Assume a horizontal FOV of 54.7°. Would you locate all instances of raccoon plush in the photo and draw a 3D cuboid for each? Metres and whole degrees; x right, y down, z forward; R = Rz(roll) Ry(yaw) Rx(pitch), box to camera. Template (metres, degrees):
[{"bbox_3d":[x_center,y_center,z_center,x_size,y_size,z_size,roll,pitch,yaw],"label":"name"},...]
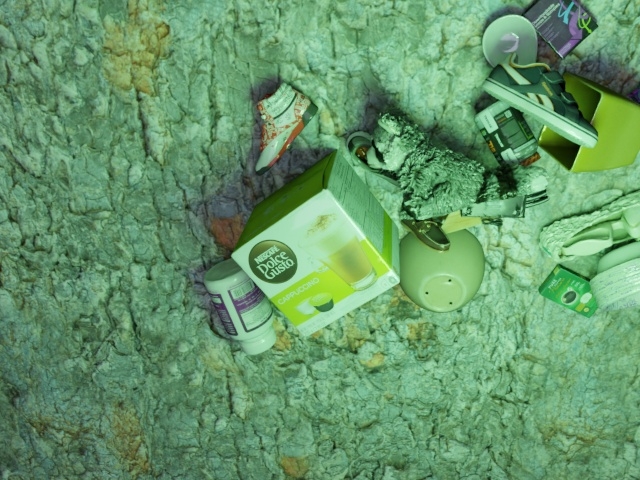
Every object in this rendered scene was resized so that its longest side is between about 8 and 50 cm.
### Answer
[{"bbox_3d":[0.344,-0.240,1.649,0.447,0.216,0.299,-14,100,3],"label":"raccoon plush"}]

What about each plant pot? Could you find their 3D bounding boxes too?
[{"bbox_3d":[0.733,-0.302,1.631,0.187,0.212,0.212,6,118,-10],"label":"plant pot"},{"bbox_3d":[0.365,0.110,1.884,0.284,0.191,0.284,3,117,6],"label":"plant pot"}]

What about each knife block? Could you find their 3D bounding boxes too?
[{"bbox_3d":[0.511,-0.107,1.809,0.242,0.088,0.275,24,114,-6],"label":"knife block"}]

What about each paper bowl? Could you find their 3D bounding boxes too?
[{"bbox_3d":[0.921,0.092,1.781,0.284,0.284,0.148,-18,69,16],"label":"paper bowl"}]

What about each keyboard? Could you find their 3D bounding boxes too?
[{"bbox_3d":[0.490,-0.091,1.758,0.180,0.023,0.108,1,109,5],"label":"keyboard"}]

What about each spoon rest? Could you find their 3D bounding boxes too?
[{"bbox_3d":[0.522,-0.458,1.636,0.137,0.084,0.276,-21,113,17],"label":"spoon rest"}]

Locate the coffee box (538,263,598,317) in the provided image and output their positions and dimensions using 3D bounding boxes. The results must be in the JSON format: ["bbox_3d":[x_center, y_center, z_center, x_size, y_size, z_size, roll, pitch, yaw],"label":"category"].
[{"bbox_3d":[0.792,0.158,1.937,0.184,0.040,0.113,24,117,-6],"label":"coffee box"}]

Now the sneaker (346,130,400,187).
[{"bbox_3d":[0.192,-0.213,1.789,0.272,0.108,0.100,27,115,-8],"label":"sneaker"}]

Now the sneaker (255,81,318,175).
[{"bbox_3d":[-0.141,-0.325,1.786,0.145,0.090,0.270,38,112,-11],"label":"sneaker"}]

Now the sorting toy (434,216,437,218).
[{"bbox_3d":[0.336,-0.091,1.884,0.062,0.012,0.083,30,113,-13],"label":"sorting toy"}]

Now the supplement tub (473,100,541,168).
[{"bbox_3d":[0.509,-0.283,1.680,0.117,0.117,0.190,-30,90,20],"label":"supplement tub"}]

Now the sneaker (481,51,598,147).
[{"bbox_3d":[0.559,-0.354,1.521,0.321,0.126,0.127,40,104,23],"label":"sneaker"}]

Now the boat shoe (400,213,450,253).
[{"bbox_3d":[0.306,-0.040,1.819,0.073,0.207,0.073,-14,129,-31],"label":"boat shoe"}]

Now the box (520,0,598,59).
[{"bbox_3d":[0.617,-0.567,1.599,0.162,0.029,0.116,40,115,-11],"label":"box"}]

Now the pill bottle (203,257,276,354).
[{"bbox_3d":[-0.252,0.218,2.030,0.169,0.169,0.301,-14,114,14],"label":"pill bottle"}]

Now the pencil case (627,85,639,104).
[{"bbox_3d":[0.885,-0.421,1.618,0.070,0.064,0.151,25,118,-24],"label":"pencil case"}]

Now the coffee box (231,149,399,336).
[{"bbox_3d":[0.000,0.000,1.790,0.338,0.338,0.334,-33,108,20],"label":"coffee box"}]

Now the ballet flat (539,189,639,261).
[{"bbox_3d":[0.845,-0.029,1.786,0.409,0.147,0.147,-22,112,16],"label":"ballet flat"}]
